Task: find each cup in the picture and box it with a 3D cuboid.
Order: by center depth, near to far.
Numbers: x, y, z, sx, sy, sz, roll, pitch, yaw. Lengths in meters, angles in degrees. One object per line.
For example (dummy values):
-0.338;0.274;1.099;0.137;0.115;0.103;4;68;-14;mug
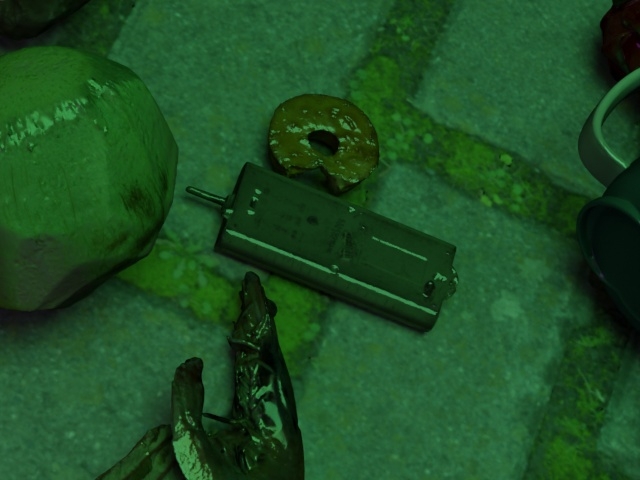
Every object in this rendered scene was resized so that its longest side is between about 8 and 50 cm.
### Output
0.377;-0.041;1.852;0.257;0.219;0.290;-33;76;-29;cup

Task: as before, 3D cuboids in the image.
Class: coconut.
-0.230;-0.042;1.648;0.204;0.236;0.236;4;57;21;coconut

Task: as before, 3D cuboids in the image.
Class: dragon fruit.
0.352;-0.201;1.979;0.130;0.121;0.142;-8;52;-43;dragon fruit

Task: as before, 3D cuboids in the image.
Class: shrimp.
-0.071;0.135;1.681;0.143;0.052;0.251;23;47;-39;shrimp

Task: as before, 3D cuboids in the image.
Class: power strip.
0.000;0.000;1.803;0.268;0.034;0.092;22;60;-8;power strip

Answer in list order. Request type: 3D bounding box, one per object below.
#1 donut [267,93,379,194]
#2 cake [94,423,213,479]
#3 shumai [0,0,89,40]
0.001;-0.090;1.843;0.108;0.043;0.097;20;58;-6;donut
-0.168;0.242;1.601;0.098;0.135;0.287;46;39;12;cake
-0.236;-0.353;1.855;0.283;0.217;0.346;3;74;-54;shumai
